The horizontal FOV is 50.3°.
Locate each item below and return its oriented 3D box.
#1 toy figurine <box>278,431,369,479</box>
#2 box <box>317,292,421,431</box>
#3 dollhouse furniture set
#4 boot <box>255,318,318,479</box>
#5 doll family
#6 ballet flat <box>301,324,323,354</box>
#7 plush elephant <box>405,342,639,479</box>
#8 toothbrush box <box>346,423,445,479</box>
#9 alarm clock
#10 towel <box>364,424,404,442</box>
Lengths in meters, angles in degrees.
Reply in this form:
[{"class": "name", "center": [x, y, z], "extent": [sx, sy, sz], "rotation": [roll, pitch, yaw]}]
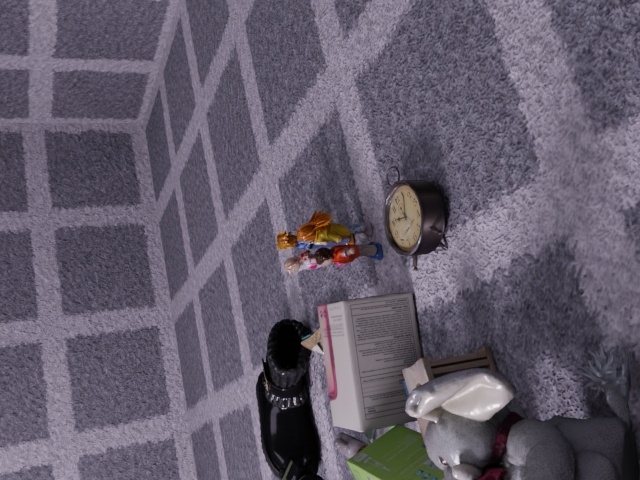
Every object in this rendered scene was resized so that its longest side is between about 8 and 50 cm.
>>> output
[{"class": "toy figurine", "center": [0.042, 0.501, 1.337], "extent": [0.148, 0.209, 0.213], "rotation": [1, 108, 68]}, {"class": "box", "center": [0.095, 0.220, 1.261], "extent": [0.127, 0.148, 0.232], "rotation": [159, 106, -65]}, {"class": "dollhouse furniture set", "center": [0.189, 0.267, 1.087], "extent": [0.184, 0.129, 0.129], "rotation": [-50, 49, 55]}, {"class": "boot", "center": [-0.072, 0.395, 1.673], "extent": [0.260, 0.131, 0.348], "rotation": [111, 145, -43]}, {"class": "doll family", "center": [0.000, 0.000, 1.411], "extent": [0.263, 0.163, 0.118], "rotation": [160, 104, -64]}, {"class": "ballet flat", "center": [0.011, 0.223, 1.544], "extent": [0.067, 0.073, 0.206], "rotation": [63, 153, 13]}, {"class": "plush elephant", "center": [0.225, 0.273, 0.801], "extent": [0.255, 0.272, 0.330], "rotation": [-5, 58, 32]}, {"class": "toothbrush box", "center": [0.187, 0.429, 1.057], "extent": [0.206, 0.122, 0.283], "rotation": [65, 158, -8]}, {"class": "alarm clock", "center": [0.157, -0.055, 1.183], "extent": [0.192, 0.064, 0.129], "rotation": [67, 149, 31]}, {"class": "towel", "center": [0.120, 0.371, 1.391], "extent": [0.152, 0.023, 0.113], "rotation": [46, 136, 51]}]
